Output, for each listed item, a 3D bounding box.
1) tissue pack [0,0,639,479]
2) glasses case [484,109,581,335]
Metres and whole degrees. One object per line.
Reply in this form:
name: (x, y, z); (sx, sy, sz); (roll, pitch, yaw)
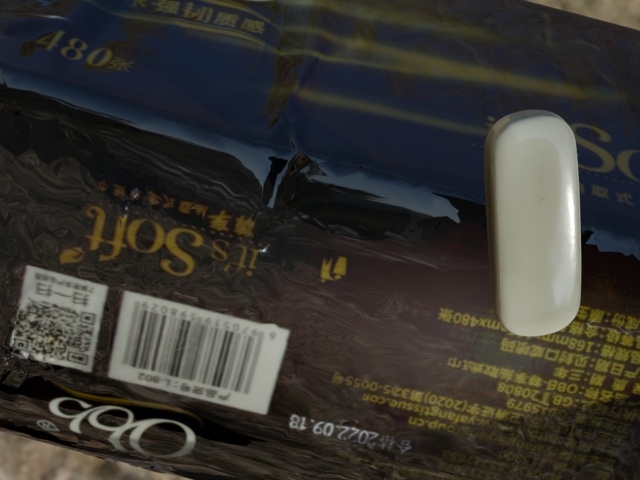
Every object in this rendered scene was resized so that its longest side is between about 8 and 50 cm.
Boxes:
tissue pack: (0.000, 0.000, 0.806); (0.198, 0.370, 0.210); (-81, -172, -49)
glasses case: (0.075, -0.006, 0.645); (0.021, 0.032, 0.083); (-116, -161, -68)
